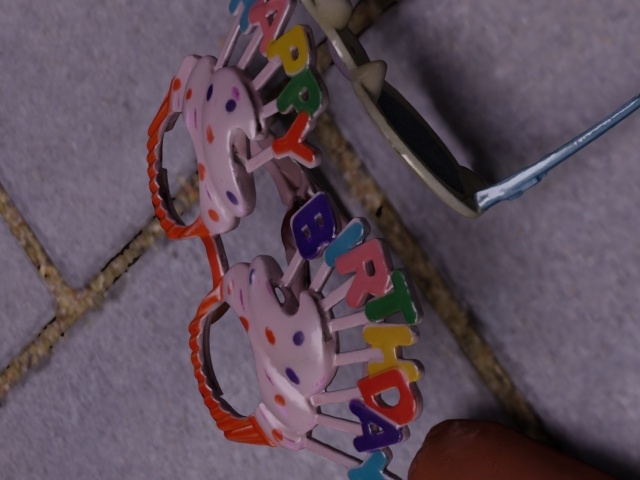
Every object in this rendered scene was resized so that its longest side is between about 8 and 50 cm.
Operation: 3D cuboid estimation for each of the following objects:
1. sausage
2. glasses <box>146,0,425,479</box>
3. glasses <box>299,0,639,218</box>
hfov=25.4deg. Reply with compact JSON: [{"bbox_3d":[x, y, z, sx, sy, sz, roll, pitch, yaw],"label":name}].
[{"bbox_3d":[0.123,0.143,0.660,0.194,0.077,0.077,24,121,32],"label":"sausage"},{"bbox_3d":[-0.002,-0.001,0.685,0.162,0.095,0.255,-36,70,56],"label":"glasses"},{"bbox_3d":[0.075,-0.124,0.577,0.220,0.088,0.190,-32,86,42],"label":"glasses"}]
